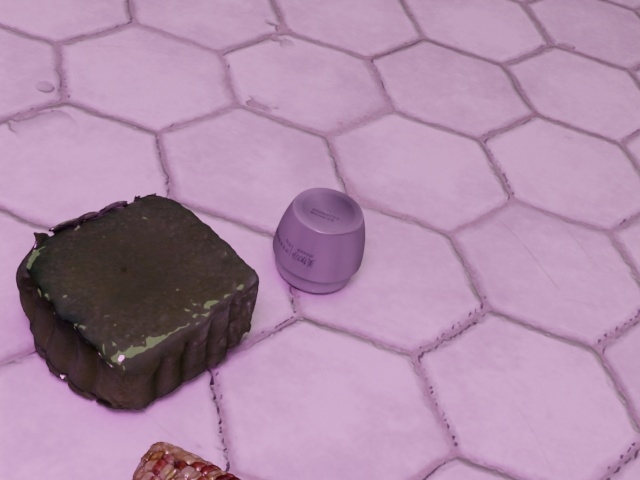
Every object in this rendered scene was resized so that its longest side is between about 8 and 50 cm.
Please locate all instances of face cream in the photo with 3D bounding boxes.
[{"bbox_3d":[0.000,0.000,1.333,0.117,0.104,0.117,9,41,-8],"label":"face cream"}]

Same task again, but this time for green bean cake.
[{"bbox_3d":[-0.212,0.064,1.188,0.227,0.125,0.222,-28,59,-36],"label":"green bean cake"}]

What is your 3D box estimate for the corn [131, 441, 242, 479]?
[{"bbox_3d":[-0.067,0.287,1.004,0.289,0.098,0.098,32,44,19],"label":"corn"}]
